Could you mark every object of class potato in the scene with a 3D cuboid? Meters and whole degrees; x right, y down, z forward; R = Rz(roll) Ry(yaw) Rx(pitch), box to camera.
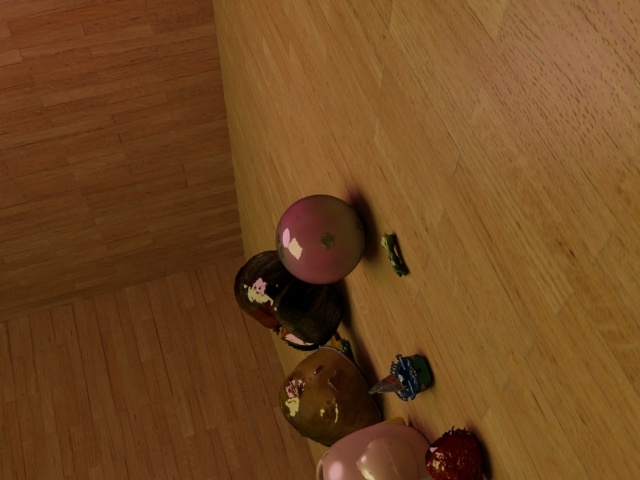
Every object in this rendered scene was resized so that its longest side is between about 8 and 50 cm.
[{"bbox_3d":[0.012,0.443,1.792,0.246,0.196,0.300,9,130,51],"label":"potato"}]

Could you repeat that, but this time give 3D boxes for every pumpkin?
[{"bbox_3d":[-0.088,0.157,1.881,0.320,0.192,0.320,29,158,13],"label":"pumpkin"}]

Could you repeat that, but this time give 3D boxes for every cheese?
[{"bbox_3d":[0.031,0.347,2.049,0.270,0.069,0.177,152,122,-65],"label":"cheese"}]

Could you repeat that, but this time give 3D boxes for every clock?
[{"bbox_3d":[0.141,0.590,1.427,0.377,0.250,0.368,-118,18,-46],"label":"clock"}]

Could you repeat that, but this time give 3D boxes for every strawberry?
[{"bbox_3d":[0.226,0.366,1.140,0.106,0.106,0.106,164,90,-78],"label":"strawberry"}]

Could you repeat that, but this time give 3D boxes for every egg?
[{"bbox_3d":[0.000,0.000,1.477,0.271,0.196,0.196,70,-178,-81],"label":"egg"}]

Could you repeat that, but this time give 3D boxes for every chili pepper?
[{"bbox_3d":[0.134,0.028,1.273,0.034,0.030,0.091,-35,71,51],"label":"chili pepper"}]

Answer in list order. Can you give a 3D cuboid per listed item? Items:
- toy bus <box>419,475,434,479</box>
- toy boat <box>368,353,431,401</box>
[{"bbox_3d":[0.248,0.525,1.141,0.271,0.133,0.165,-115,19,-47],"label":"toy bus"},{"bbox_3d":[0.145,0.277,1.351,0.175,0.110,0.091,101,151,-70],"label":"toy boat"}]
